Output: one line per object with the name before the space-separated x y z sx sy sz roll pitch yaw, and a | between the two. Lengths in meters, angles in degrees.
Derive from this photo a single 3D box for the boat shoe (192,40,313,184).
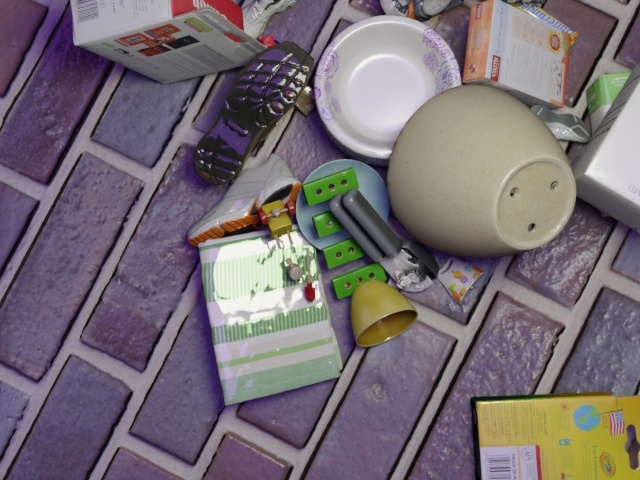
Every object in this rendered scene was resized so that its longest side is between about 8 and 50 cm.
boat shoe | -0.139 -0.257 1.571 0.122 0.120 0.324 40 99 -5

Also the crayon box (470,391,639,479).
crayon box | 0.460 0.401 1.521 0.319 0.081 0.202 -2 85 3

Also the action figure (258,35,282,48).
action figure | -0.082 -0.395 1.642 0.115 0.030 0.038 35 83 6

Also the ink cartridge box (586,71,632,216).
ink cartridge box | 0.650 -0.190 1.546 0.199 0.115 0.272 -4 85 3

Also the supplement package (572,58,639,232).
supplement package | 0.599 -0.184 1.402 0.178 0.175 0.293 31 89 5

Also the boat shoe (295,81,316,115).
boat shoe | -0.091 -0.327 1.622 0.190 0.068 0.072 36 103 6

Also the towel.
towel | -0.102 0.140 1.564 0.248 0.038 0.324 -11 86 -15

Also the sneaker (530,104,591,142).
sneaker | 0.477 -0.228 1.592 0.152 0.061 0.053 16 56 -15

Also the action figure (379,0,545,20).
action figure | 0.274 -0.498 1.535 0.330 0.341 0.178 -14 121 7

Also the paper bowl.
paper bowl | 0.131 -0.289 1.563 0.284 0.148 0.284 0 86 2

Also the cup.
cup | 0.321 -0.100 1.422 0.331 0.237 0.331 -8 112 -21

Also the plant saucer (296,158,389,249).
plant saucer | 0.042 -0.070 1.583 0.195 0.037 0.194 -3 103 -13

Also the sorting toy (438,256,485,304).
sorting toy | 0.277 0.072 1.584 0.075 0.045 0.083 38 88 24

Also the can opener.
can opener | 0.124 0.001 1.531 0.280 0.074 0.093 44 46 -27

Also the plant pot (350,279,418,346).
plant pot | 0.112 0.134 1.547 0.134 0.134 0.095 -26 63 0

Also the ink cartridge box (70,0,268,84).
ink cartridge box | -0.264 -0.415 1.481 0.272 0.309 0.130 -8 85 18

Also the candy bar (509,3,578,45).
candy bar | 0.463 -0.460 1.628 0.161 0.018 0.040 38 88 6

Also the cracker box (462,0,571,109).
cracker box | 0.387 -0.359 1.537 0.232 0.067 0.155 11 84 -35

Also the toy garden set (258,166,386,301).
toy garden set | 0.000 0.000 1.545 0.204 0.049 0.244 -21 108 -12

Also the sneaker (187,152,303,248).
sneaker | -0.162 -0.077 1.599 0.262 0.099 0.121 -30 57 8

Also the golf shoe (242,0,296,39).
golf shoe | -0.128 -0.479 1.623 0.176 0.086 0.069 -44 86 0
